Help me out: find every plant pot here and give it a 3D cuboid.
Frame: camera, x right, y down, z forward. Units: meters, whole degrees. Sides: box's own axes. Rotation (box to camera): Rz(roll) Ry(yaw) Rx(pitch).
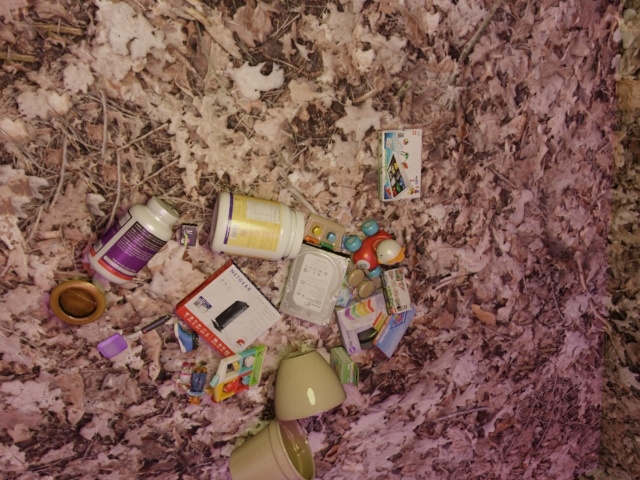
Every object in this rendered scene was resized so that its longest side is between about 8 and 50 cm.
[{"bbox_3d":[-0.237,1.011,1.938,0.305,0.334,0.334,-30,112,5],"label":"plant pot"}]

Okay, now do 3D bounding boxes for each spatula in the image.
[{"bbox_3d":[-0.753,0.384,1.722,0.296,0.030,0.084,-27,112,-10],"label":"spatula"}]

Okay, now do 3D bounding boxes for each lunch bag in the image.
[{"bbox_3d":[0.081,0.213,1.909,0.128,0.096,0.151,15,110,-21],"label":"lunch bag"}]

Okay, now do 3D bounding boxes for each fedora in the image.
[{"bbox_3d":[-0.919,0.225,1.598,0.194,0.079,0.195,-8,112,-20],"label":"fedora"}]

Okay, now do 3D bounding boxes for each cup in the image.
[{"bbox_3d":[-0.071,0.631,1.888,0.330,0.331,0.237,-14,81,-14],"label":"cup"}]

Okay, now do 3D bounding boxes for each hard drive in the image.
[{"bbox_3d":[-0.028,0.188,1.822,0.236,0.064,0.339,19,108,4],"label":"hard drive"}]

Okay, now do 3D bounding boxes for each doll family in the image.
[{"bbox_3d":[-0.504,0.634,1.825,0.262,0.118,0.163,9,102,-20],"label":"doll family"}]

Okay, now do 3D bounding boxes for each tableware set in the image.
[{"bbox_3d":[0.176,0.188,1.880,0.128,0.039,0.194,-47,133,-5],"label":"tableware set"}]

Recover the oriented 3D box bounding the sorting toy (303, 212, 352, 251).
[{"bbox_3d":[0.000,0.000,1.848,0.347,0.047,0.196,21,98,-22],"label":"sorting toy"}]

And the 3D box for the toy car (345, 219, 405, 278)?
[{"bbox_3d":[0.268,0.059,1.834,0.210,0.238,0.219,-43,117,-11],"label":"toy car"}]

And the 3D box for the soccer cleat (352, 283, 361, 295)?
[{"bbox_3d":[0.166,0.235,1.979,0.035,0.029,0.083,29,90,-19],"label":"soccer cleat"}]

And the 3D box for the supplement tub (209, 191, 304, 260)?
[{"bbox_3d":[-0.251,-0.048,1.648,0.330,0.241,0.241,9,102,-20],"label":"supplement tub"}]

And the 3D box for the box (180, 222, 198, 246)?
[{"bbox_3d":[-0.523,-0.024,1.669,0.062,0.052,0.084,6,102,-19],"label":"box"}]

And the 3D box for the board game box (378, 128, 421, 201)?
[{"bbox_3d":[0.352,-0.335,1.863,0.192,0.053,0.306,-7,107,-17],"label":"board game box"}]

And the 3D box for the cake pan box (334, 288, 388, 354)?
[{"bbox_3d":[0.206,0.396,2.017,0.245,0.070,0.267,-18,111,-10],"label":"cake pan box"}]

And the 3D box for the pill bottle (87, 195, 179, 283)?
[{"bbox_3d":[-0.683,-0.006,1.553,0.323,0.181,0.181,-46,113,-1],"label":"pill bottle"}]

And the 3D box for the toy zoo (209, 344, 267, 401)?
[{"bbox_3d":[-0.358,0.575,1.814,0.293,0.030,0.193,-7,115,-52],"label":"toy zoo"}]

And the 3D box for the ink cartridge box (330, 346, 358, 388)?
[{"bbox_3d":[0.109,0.597,1.964,0.062,0.209,0.109,-4,106,-19],"label":"ink cartridge box"}]

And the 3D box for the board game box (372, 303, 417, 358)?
[{"bbox_3d":[0.363,0.416,2.034,0.281,0.027,0.145,-55,126,-18],"label":"board game box"}]

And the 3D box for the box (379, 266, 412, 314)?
[{"bbox_3d":[0.357,0.239,1.995,0.113,0.036,0.207,-11,85,-14],"label":"box"}]

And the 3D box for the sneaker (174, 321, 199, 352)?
[{"bbox_3d":[-0.560,0.401,1.773,0.084,0.058,0.152,-13,113,-8],"label":"sneaker"}]

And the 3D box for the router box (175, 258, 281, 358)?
[{"bbox_3d":[-0.386,0.299,1.789,0.301,0.082,0.335,-41,113,-3],"label":"router box"}]
